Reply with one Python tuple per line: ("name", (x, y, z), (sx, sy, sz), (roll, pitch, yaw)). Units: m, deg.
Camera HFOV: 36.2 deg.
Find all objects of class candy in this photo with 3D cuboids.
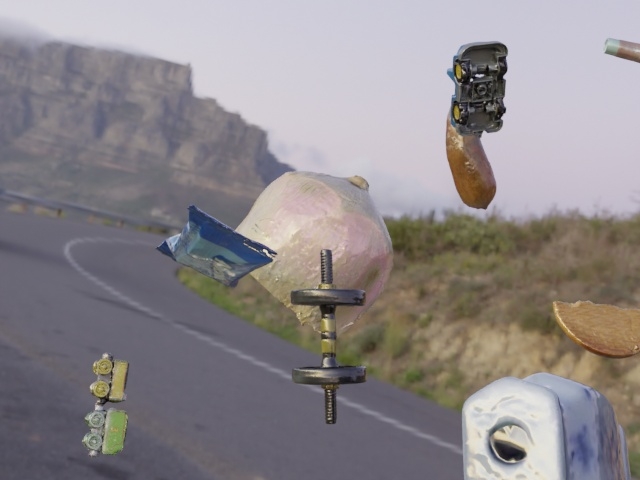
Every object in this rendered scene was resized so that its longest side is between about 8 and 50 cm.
("candy", (-0.205, 0.020, 1.863), (0.187, 0.077, 0.331), (30, -19, -9))

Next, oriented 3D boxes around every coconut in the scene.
("coconut", (0.000, 0.000, 2.411), (0.404, 0.405, 0.404), (13, -1, 0))

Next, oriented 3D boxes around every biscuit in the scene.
("biscuit", (0.605, 0.189, 2.068), (0.224, 0.144, 0.033), (3, -40, -9))

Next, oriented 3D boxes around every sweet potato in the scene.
("sweet potato", (0.325, -0.204, 2.168), (0.097, 0.292, 0.097), (-12, 9, 2))

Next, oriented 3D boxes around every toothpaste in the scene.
("toothpaste", (0.693, -0.383, 2.043), (0.205, 0.056, 0.036), (14, 3, 0))

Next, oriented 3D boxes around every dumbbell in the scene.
("dumbbell", (0.016, 0.179, 1.839), (0.143, 0.325, 0.143), (-1, -5, 0))

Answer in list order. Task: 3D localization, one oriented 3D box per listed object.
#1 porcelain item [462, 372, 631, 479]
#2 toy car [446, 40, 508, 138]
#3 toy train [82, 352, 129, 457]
("porcelain item", (0.356, 0.330, 1.499), (0.178, 0.243, 0.405), (-10, -20, 28))
("toy car", (0.297, -0.297, 1.886), (0.097, 0.191, 0.100), (-9, 30, -13))
("toy train", (-0.415, 0.323, 1.923), (0.081, 0.202, 0.060), (9, -8, -19))
